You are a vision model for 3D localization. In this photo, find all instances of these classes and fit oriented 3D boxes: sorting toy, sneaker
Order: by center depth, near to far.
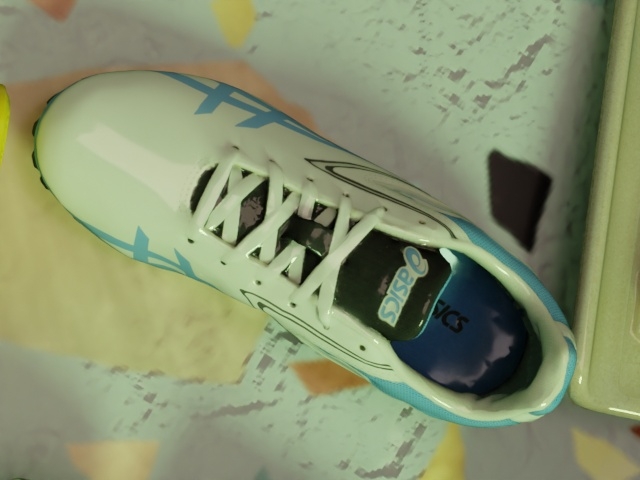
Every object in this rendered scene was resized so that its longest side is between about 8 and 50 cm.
[{"bbox_3d":[0.000,0.000,0.687,0.237,0.086,0.085,28,83,-14],"label":"sneaker"},{"bbox_3d":[0.212,-0.005,0.767,0.208,0.038,0.193,13,77,-18],"label":"sorting toy"}]

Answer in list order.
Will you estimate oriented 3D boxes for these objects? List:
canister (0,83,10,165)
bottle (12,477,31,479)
[{"bbox_3d":[-0.207,-0.017,0.626,0.170,0.073,0.126,13,85,-19],"label":"canister"},{"bbox_3d":[-0.132,0.230,0.635,0.118,0.092,0.282,24,82,-23],"label":"bottle"}]
